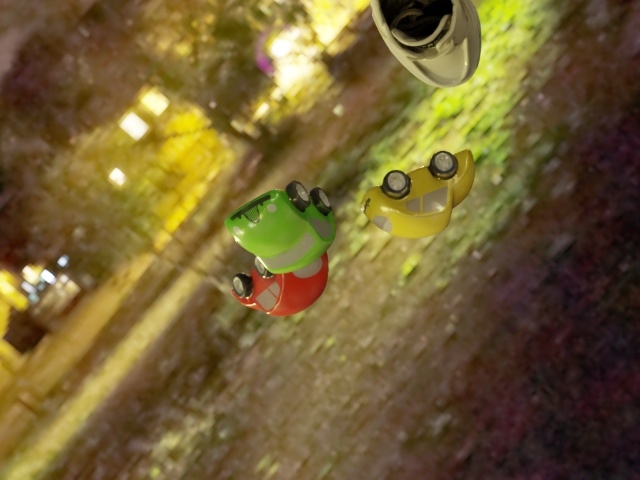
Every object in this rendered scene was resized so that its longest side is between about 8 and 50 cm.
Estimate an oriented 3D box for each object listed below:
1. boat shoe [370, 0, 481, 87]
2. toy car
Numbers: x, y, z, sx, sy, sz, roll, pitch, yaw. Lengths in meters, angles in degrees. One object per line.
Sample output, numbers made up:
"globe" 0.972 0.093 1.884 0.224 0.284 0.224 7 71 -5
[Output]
"boat shoe" 0.095 -0.212 1.220 0.096 0.267 0.088 -10 57 10
"toy car" 0.000 0.000 1.007 0.239 0.053 0.225 -31 -14 19
